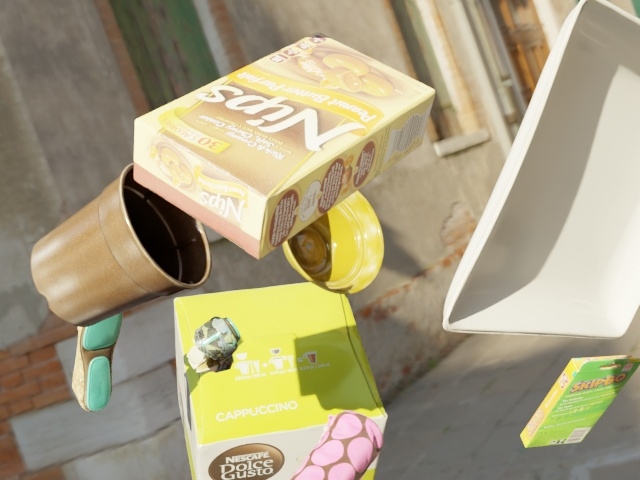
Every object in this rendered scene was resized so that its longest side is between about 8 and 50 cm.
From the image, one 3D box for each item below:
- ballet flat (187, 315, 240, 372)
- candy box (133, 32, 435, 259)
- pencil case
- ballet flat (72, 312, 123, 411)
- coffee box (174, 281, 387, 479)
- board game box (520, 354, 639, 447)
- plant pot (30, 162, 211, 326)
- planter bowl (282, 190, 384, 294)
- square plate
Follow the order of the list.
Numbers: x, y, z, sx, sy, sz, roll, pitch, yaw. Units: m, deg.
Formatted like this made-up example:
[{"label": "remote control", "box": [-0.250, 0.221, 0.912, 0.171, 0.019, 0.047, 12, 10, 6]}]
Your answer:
[{"label": "ballet flat", "box": [-0.152, 0.148, 1.233, 0.070, 0.070, 0.188, -21, -17, -15]}, {"label": "candy box", "box": [-0.033, -0.121, 1.023, 0.183, 0.087, 0.316, 31, 43, 23]}, {"label": "pencil case", "box": [0.003, 0.346, 1.337, 0.098, 0.095, 0.209, 27, 44, 19]}, {"label": "ballet flat", "box": [-0.350, 0.160, 1.390, 0.073, 0.206, 0.067, 0, 18, -43]}, {"label": "coffee box", "box": [-0.093, 0.318, 1.753, 0.338, 0.338, 0.334, -6, -43, -12]}, {"label": "board game box", "box": [0.463, 0.284, 1.622, 0.124, 0.039, 0.259, 0, -42, -19]}, {"label": "plant pot", "box": [-0.247, 0.018, 1.098, 0.165, 0.167, 0.167, -29, 0, 19]}, {"label": "planter bowl", "box": [0.000, 0.000, 1.590, 0.217, 0.217, 0.090, -22, -3, -40]}, {"label": "square plate", "box": [0.294, -0.057, 0.974, 0.344, 0.347, 0.049, 8, 19, -41]}]
